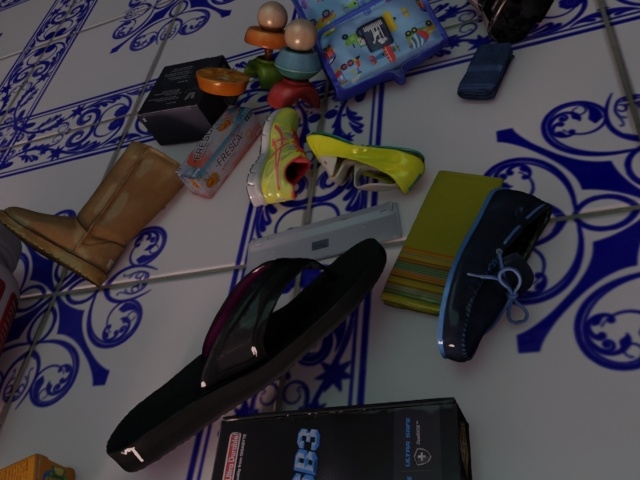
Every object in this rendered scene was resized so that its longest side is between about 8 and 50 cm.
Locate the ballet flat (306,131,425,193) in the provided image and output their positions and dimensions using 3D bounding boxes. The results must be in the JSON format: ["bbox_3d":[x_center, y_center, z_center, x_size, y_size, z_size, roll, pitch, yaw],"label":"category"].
[{"bbox_3d":[0.057,-0.122,0.970,0.231,0.077,0.077,17,80,34],"label":"ballet flat"}]

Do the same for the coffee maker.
[{"bbox_3d":[0.315,-0.457,1.038,0.120,0.171,0.178,-13,49,-4],"label":"coffee maker"}]

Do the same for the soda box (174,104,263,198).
[{"bbox_3d":[-0.189,-0.169,1.137,0.058,0.063,0.183,17,63,35],"label":"soda box"}]

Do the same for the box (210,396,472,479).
[{"bbox_3d":[0.011,0.324,0.629,0.293,0.073,0.295,-9,49,20],"label":"box"}]

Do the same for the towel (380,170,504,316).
[{"bbox_3d":[0.174,-0.001,0.846,0.102,0.021,0.237,13,60,28],"label":"towel"}]

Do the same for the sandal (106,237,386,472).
[{"bbox_3d":[-0.104,0.125,0.782,0.446,0.107,0.167,-37,14,-4],"label":"sandal"}]

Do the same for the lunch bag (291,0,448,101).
[{"bbox_3d":[0.096,-0.395,1.153,0.221,0.138,0.293,-25,59,5],"label":"lunch bag"}]

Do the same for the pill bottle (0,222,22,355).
[{"bbox_3d":[-0.646,0.149,1.001,0.229,0.229,0.407,-15,48,16],"label":"pill bottle"}]

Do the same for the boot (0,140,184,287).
[{"bbox_3d":[-0.416,-0.076,1.118,0.236,0.089,0.269,32,69,-3],"label":"boot"}]

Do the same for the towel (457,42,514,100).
[{"bbox_3d":[0.277,-0.282,1.013,0.067,0.029,0.119,11,60,33],"label":"towel"}]

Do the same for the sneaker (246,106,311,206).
[{"bbox_3d":[-0.056,-0.145,1.048,0.094,0.081,0.208,1,61,19],"label":"sneaker"}]

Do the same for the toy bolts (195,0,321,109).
[{"bbox_3d":[-0.103,-0.351,1.130,0.218,0.158,0.228,-17,39,-39],"label":"toy bolts"}]

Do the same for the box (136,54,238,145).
[{"bbox_3d":[-0.270,-0.291,1.258,0.156,0.093,0.158,-2,52,26],"label":"box"}]

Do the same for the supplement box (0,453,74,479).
[{"bbox_3d":[-0.457,0.377,0.822,0.233,0.078,0.080,-27,46,6],"label":"supplement box"}]

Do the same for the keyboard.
[{"bbox_3d":[0.000,0.000,0.940,0.256,0.014,0.072,-15,53,16],"label":"keyboard"}]

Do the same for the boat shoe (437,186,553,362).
[{"bbox_3d":[0.218,0.032,0.736,0.089,0.109,0.258,12,62,30],"label":"boat shoe"}]
